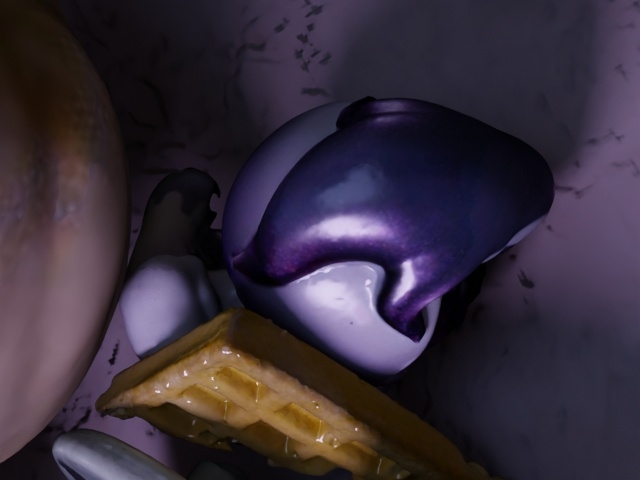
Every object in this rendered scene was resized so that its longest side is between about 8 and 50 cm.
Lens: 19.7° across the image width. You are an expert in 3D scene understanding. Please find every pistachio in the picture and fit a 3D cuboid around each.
[{"bbox_3d":[-0.244,-0.016,0.909,0.445,0.281,0.365,-15,59,63],"label":"pistachio"}]

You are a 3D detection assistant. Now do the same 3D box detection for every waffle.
[{"bbox_3d":[0.002,0.104,0.872,0.125,0.191,0.032,-31,31,46],"label":"waffle"}]

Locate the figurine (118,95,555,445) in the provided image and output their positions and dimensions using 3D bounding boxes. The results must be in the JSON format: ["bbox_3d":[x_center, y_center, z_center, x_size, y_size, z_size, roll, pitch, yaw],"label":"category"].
[{"bbox_3d":[0.000,0.000,0.867,0.222,0.145,0.145,-26,70,31],"label":"figurine"}]

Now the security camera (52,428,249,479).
[{"bbox_3d":[0.002,0.149,0.847,0.302,0.157,0.080,22,68,36],"label":"security camera"}]
